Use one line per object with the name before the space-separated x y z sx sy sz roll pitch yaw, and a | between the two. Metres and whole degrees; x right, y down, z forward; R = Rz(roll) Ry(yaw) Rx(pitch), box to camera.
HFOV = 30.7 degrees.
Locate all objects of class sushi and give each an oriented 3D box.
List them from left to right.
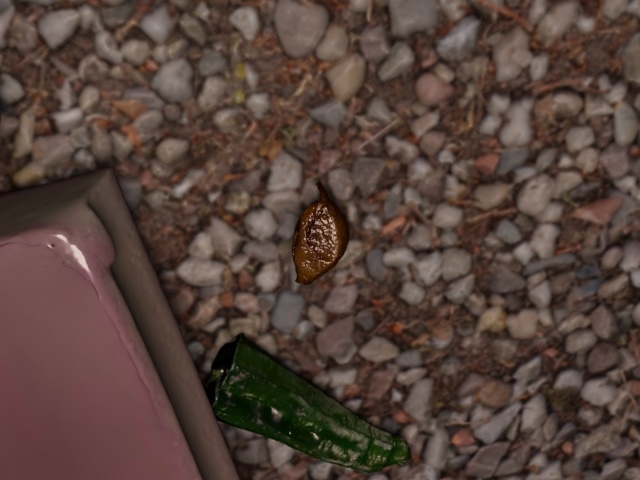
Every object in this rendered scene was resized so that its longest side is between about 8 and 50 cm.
sushi | 0.000 0.000 1.063 0.050 0.047 0.099 21 107 2

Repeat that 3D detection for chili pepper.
chili pepper | -0.004 0.168 1.124 0.226 0.059 0.088 26 101 -20

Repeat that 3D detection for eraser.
eraser | -0.245 0.143 1.012 0.272 0.122 0.359 -11 115 13
